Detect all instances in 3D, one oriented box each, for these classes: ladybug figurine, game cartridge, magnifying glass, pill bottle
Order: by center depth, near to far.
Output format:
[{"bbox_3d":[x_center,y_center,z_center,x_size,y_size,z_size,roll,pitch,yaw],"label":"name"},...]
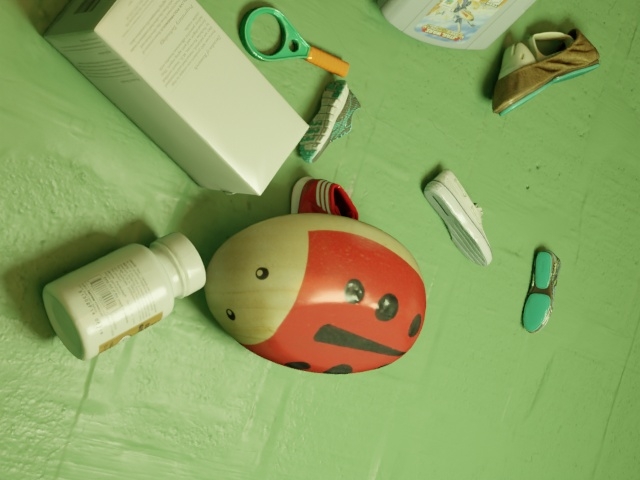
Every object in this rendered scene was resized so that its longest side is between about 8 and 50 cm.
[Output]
[{"bbox_3d":[-0.301,0.079,1.502,0.229,0.131,0.131,-29,113,-30],"label":"pill bottle"},{"bbox_3d":[0.016,0.114,1.663,0.449,0.162,0.305,15,121,-34],"label":"ladybug figurine"},{"bbox_3d":[-0.043,-0.340,1.701,0.231,0.026,0.092,18,86,-38],"label":"magnifying glass"},{"bbox_3d":[0.262,-0.449,1.814,0.297,0.198,0.062,5,52,-38],"label":"game cartridge"}]

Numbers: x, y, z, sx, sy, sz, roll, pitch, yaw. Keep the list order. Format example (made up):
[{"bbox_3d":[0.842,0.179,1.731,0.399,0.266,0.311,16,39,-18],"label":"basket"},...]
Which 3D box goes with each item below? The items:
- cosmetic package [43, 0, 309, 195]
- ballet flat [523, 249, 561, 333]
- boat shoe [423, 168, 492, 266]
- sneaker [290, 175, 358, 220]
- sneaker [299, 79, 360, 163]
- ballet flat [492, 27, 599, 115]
[{"bbox_3d":[-0.216,-0.240,1.480,0.365,0.197,0.155,45,70,-34],"label":"cosmetic package"},{"bbox_3d":[0.501,0.117,2.154,0.070,0.070,0.188,11,93,-37],"label":"ballet flat"},{"bbox_3d":[0.299,-0.047,1.962,0.076,0.083,0.226,-48,121,-20],"label":"boat shoe"},{"bbox_3d":[0.000,0.000,1.717,0.087,0.128,0.221,-7,101,-36],"label":"sneaker"},{"bbox_3d":[0.024,-0.205,1.750,0.076,0.065,0.167,37,76,-39],"label":"sneaker"},{"bbox_3d":[0.459,-0.370,2.031,0.342,0.116,0.124,-28,92,-31],"label":"ballet flat"}]
